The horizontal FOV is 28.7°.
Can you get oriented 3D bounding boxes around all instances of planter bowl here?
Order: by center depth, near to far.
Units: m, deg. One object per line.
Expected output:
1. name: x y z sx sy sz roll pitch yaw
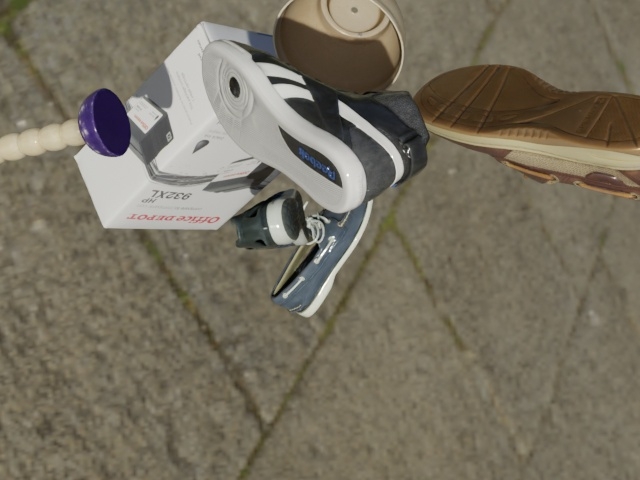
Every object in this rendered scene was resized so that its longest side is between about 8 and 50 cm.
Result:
1. planter bowl: 0.032 -0.265 1.539 0.162 0.162 0.109 57 32 -28

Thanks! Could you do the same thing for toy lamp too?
1. toy lamp: -0.333 -0.094 1.289 0.080 0.275 0.080 -13 90 -68

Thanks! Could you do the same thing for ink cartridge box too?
1. ink cartridge box: -0.154 -0.145 1.724 0.223 0.307 0.129 1 58 -48

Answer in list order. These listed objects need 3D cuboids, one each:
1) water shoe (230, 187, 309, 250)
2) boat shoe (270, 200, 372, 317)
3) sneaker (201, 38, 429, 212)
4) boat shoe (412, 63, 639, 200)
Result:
1. water shoe: -0.064 -0.024 1.538 0.203 0.080 0.073 8 71 -84
2. boat shoe: 0.000 0.000 2.036 0.079 0.095 0.254 25 99 -28
3. sneaker: 0.003 -0.105 1.037 0.121 0.217 0.079 -21 139 -32
4. boat shoe: 0.254 -0.113 1.443 0.123 0.342 0.123 -51 136 -28
